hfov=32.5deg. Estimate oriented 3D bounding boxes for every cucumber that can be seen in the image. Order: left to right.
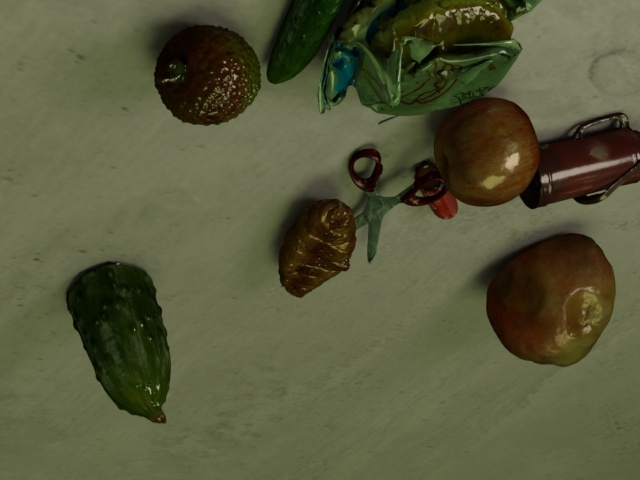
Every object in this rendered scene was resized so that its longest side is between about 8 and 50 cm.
[{"bbox_3d":[-0.268,0.157,1.548,0.134,0.244,0.134,-19,146,-13],"label":"cucumber"},{"bbox_3d":[-0.003,-0.262,1.219,0.056,0.056,0.250,-2,147,-27],"label":"cucumber"}]

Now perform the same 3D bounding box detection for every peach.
[{"bbox_3d":[0.410,0.098,1.899,0.214,0.214,0.235,13,118,-42],"label":"peach"}]

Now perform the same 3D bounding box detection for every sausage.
[{"bbox_3d":[0.176,-0.068,1.637,0.048,0.050,0.145,-53,152,-6],"label":"sausage"}]

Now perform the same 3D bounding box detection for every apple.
[{"bbox_3d":[0.222,-0.116,1.482,0.131,0.146,0.146,-14,149,-16],"label":"apple"}]

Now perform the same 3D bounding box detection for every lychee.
[{"bbox_3d":[-0.127,-0.184,1.218,0.114,0.114,0.146,-43,161,33],"label":"lychee"}]

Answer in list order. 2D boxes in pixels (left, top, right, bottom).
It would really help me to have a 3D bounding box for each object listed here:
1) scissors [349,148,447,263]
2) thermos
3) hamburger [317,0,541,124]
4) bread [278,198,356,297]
[{"bbox_3d":[0.080,-0.041,1.609,0.144,0.017,0.247,18,143,-10],"label":"scissors"},{"bbox_3d":[0.413,-0.122,1.644,0.232,0.099,0.124,-14,110,-12],"label":"thermos"},{"bbox_3d":[0.143,-0.225,1.270,0.261,0.150,0.276,7,139,-39],"label":"hamburger"},{"bbox_3d":[0.000,0.000,1.606,0.105,0.076,0.233,12,145,-13],"label":"bread"}]
